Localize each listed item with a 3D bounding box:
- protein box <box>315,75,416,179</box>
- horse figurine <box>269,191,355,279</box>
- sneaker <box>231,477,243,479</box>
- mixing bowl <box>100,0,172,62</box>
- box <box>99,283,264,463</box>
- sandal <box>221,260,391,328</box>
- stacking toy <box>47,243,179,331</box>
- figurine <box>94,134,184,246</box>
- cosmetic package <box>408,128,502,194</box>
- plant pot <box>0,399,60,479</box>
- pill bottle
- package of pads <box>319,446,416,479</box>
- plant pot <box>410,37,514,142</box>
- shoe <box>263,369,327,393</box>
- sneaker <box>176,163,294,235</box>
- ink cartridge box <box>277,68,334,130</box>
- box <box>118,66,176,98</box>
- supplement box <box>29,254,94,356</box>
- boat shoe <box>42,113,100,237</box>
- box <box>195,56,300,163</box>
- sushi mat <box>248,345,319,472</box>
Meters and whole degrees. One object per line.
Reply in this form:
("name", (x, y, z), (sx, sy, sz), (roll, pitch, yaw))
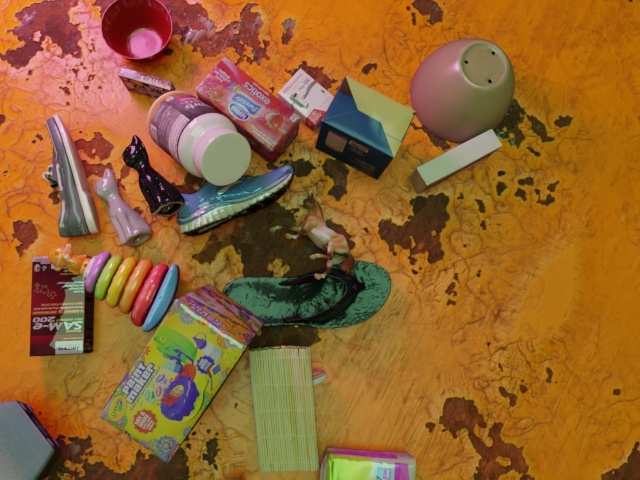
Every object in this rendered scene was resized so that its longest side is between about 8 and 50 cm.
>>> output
("protein box", (0.109, -0.283, 1.398), (0.199, 0.201, 0.136), (27, 80, -1))
("horse figurine", (0.000, 0.000, 1.370), (0.263, 0.066, 0.174), (43, 41, 19))
("sneaker", (-0.332, 0.688, 1.237), (0.210, 0.137, 0.366), (31, 83, -3))
("mixing bowl", (-0.477, -0.544, 1.437), (0.181, 0.098, 0.182), (1, 80, -5))
("box", (-0.292, 0.276, 1.206), (0.177, 0.279, 0.290), (34, 93, 1))
("sandal", (-0.029, 0.149, 1.365), (0.445, 0.107, 0.168), (-8, 82, -7))
("stacking toy", (-0.497, 0.090, 1.283), (0.301, 0.166, 0.175), (23, 79, -10))
("figurine", (-0.470, -0.120, 1.349), (0.215, 0.092, 0.209), (-38, 78, 24))
("cosmetic package", (0.362, -0.213, 1.463), (0.239, 0.099, 0.060), (-28, 85, -9))
("plant pot", (-0.731, 0.491, 1.186), (0.252, 0.247, 0.248), (-38, 86, -26))
("pill bottle", (-0.296, -0.249, 1.314), (0.162, 0.162, 0.278), (-44, 50, -10))
("package of pads", (0.101, 0.662, 1.301), (0.229, 0.101, 0.297), (6, 80, -5))
("plant pot", (0.406, -0.429, 1.455), (0.284, 0.191, 0.284), (1, 81, -6))
("shoe", (-0.075, 0.329, 1.355), (0.177, 0.063, 0.081), (-11, 88, -2))
("sneaker", (-0.223, -0.135, 1.382), (0.329, 0.130, 0.147), (-23, 86, -8))
("ink cartridge box", (-0.037, -0.384, 1.474), (0.135, 0.056, 0.099), (40, 81, 1))
("box", (-0.450, -0.406, 1.420), (0.137, 0.094, 0.027), (15, 79, -2))
("supplement box", (-0.633, 0.159, 1.326), (0.130, 0.073, 0.240), (-2, 82, -6))
("boat shoe", (-0.647, -0.160, 1.354), (0.099, 0.116, 0.320), (-18, 88, -12))
("box", (-0.187, -0.335, 1.416), (0.257, 0.128, 0.123), (39, 80, 1))
("sushi mat", (-0.088, 0.413, 1.319), (0.151, 0.019, 0.317), (-4, 96, 3))
